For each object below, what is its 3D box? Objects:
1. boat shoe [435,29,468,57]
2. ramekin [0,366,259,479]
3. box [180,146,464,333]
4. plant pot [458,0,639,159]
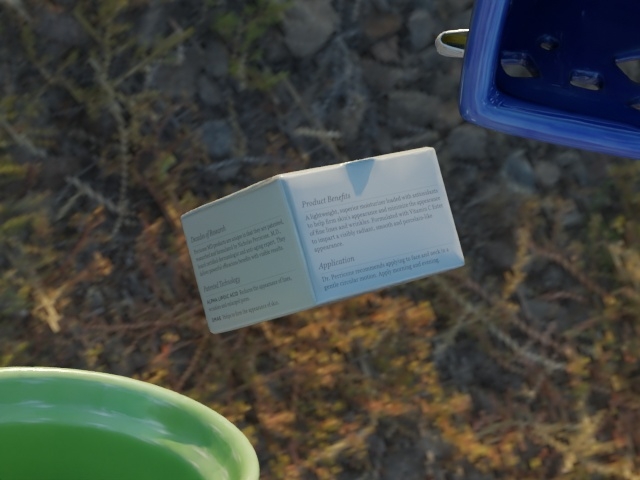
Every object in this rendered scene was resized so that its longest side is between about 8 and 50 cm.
[{"bbox_3d":[0.180,-0.223,1.751,0.100,0.035,0.035,7,82,1],"label":"boat shoe"},{"bbox_3d":[-0.204,0.221,1.164,0.303,0.303,0.148,-6,112,-38],"label":"ramekin"},{"bbox_3d":[0.000,0.000,1.427,0.181,0.182,0.119,-13,87,-36],"label":"box"},{"bbox_3d":[0.222,-0.196,0.934,0.236,0.236,0.212,11,34,3],"label":"plant pot"}]
